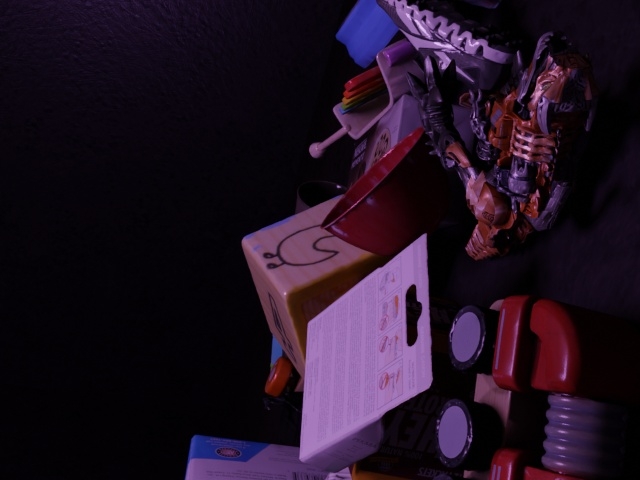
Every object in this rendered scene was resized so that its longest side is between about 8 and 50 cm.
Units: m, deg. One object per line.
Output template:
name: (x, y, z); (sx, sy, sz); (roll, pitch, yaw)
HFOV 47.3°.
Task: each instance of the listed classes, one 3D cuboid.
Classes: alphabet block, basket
alphabet block: (0.018, 0.076, 1.073); (0.197, 0.192, 0.194); (43, 154, 57)
basket: (0.000, 0.000, 1.732); (0.204, 0.154, 0.227); (-95, 16, -63)

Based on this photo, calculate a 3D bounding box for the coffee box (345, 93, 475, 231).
coffee box: (0.129, -0.099, 1.157); (0.297, 0.118, 0.168); (154, 126, -78)

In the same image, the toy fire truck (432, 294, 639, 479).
toy fire truck: (0.179, 0.147, 0.527); (0.246, 0.158, 0.217); (166, 117, -67)

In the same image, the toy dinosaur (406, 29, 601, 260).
toy dinosaur: (0.185, -0.084, 0.757); (0.322, 0.164, 0.219); (123, 143, -46)

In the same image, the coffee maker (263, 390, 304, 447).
coffee maker: (-0.046, 0.390, 1.410); (0.120, 0.171, 0.178); (-130, 53, -79)

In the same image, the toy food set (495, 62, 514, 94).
toy food set: (0.239, -0.225, 0.974); (0.083, 0.020, 0.083); (119, 161, -59)

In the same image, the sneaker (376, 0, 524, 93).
sneaker: (0.152, -0.260, 0.970); (0.234, 0.078, 0.106); (40, 132, 29)

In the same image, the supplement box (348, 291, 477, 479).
supplement box: (0.109, 0.177, 0.892); (0.194, 0.129, 0.192); (-121, 44, -76)

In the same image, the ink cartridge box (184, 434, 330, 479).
ink cartridge box: (-0.084, 0.487, 1.156); (0.395, 0.285, 0.166); (-118, 38, -76)

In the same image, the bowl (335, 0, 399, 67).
bowl: (0.156, -0.460, 1.173); (0.391, 0.077, 0.391); (-54, 8, 12)

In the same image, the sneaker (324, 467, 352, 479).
sneaker: (0.034, 0.357, 0.996); (0.290, 0.105, 0.123); (-55, -40, -70)

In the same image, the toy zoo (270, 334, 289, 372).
toy zoo: (-0.041, 0.171, 1.635); (0.192, 0.030, 0.293); (-37, -38, -47)

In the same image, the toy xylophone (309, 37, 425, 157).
toy xylophone: (0.093, -0.240, 1.225); (0.081, 0.236, 0.322); (61, 159, -1)

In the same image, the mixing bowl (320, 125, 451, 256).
mixing bowl: (0.097, -0.047, 0.918); (0.181, 0.098, 0.181); (-45, 8, 8)

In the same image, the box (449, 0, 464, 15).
box: (0.200, -0.299, 1.298); (0.164, 0.021, 0.201); (157, 124, -79)

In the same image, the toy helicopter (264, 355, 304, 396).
toy helicopter: (0.022, 0.180, 1.539); (0.355, 0.140, 0.235); (-60, 8, 28)

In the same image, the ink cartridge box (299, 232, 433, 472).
ink cartridge box: (0.060, 0.123, 0.776); (0.224, 0.056, 0.181); (-40, 34, 41)

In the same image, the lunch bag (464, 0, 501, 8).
lunch bag: (0.231, -0.372, 1.055); (0.083, 0.071, 0.053); (125, 155, -68)
